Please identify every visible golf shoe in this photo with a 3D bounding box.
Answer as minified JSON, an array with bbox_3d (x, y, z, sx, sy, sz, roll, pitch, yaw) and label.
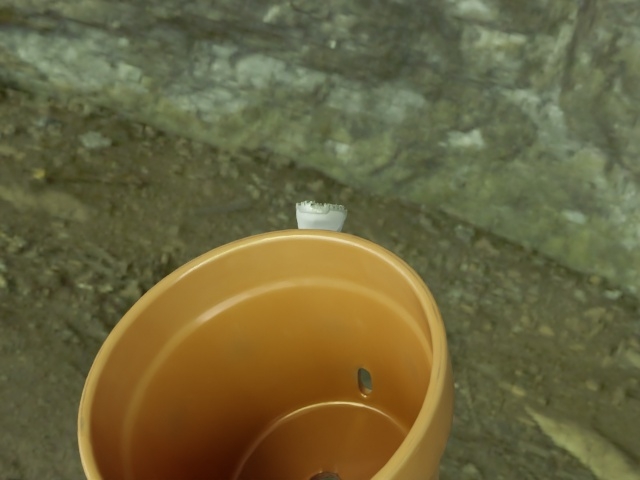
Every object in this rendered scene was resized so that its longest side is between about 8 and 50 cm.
[{"bbox_3d":[0.000,0.000,1.294,0.069,0.086,0.176,4,-16,5],"label":"golf shoe"}]

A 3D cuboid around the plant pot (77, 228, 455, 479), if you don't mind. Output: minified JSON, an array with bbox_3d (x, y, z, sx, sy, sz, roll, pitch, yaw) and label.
[{"bbox_3d":[-0.022,0.162,0.783,0.291,0.291,0.203,26,-29,38],"label":"plant pot"}]
